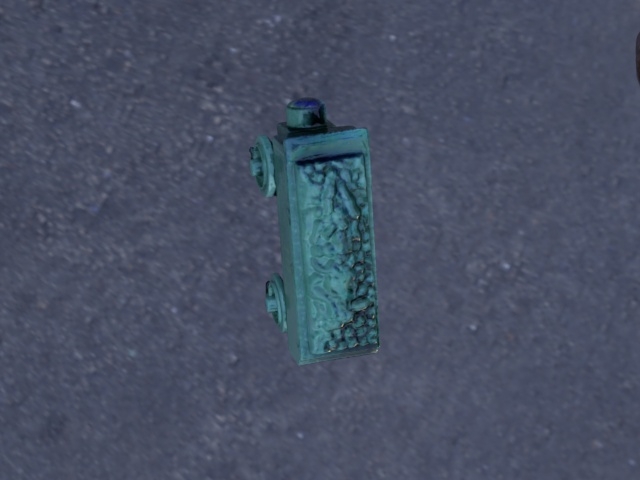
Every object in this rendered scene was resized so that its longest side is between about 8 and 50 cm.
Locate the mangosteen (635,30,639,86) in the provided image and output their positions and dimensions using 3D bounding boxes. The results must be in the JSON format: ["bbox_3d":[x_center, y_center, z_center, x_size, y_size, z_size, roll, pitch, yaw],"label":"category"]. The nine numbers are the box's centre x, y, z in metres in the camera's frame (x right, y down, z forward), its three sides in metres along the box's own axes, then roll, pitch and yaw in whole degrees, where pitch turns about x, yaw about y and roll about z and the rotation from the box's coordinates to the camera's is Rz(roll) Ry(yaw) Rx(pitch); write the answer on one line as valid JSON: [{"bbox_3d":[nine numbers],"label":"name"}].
[{"bbox_3d":[0.433,-0.131,0.935,0.382,0.435,0.382,-9,107,-31],"label":"mangosteen"}]

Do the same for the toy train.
[{"bbox_3d":[0.000,0.000,0.855,0.070,0.099,0.172,-9,109,-13],"label":"toy train"}]
